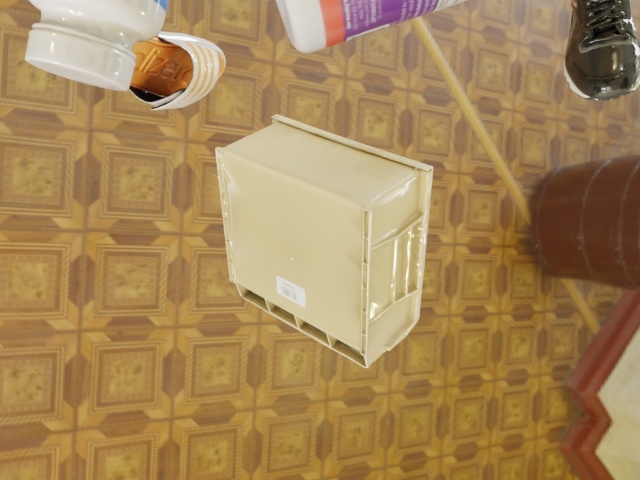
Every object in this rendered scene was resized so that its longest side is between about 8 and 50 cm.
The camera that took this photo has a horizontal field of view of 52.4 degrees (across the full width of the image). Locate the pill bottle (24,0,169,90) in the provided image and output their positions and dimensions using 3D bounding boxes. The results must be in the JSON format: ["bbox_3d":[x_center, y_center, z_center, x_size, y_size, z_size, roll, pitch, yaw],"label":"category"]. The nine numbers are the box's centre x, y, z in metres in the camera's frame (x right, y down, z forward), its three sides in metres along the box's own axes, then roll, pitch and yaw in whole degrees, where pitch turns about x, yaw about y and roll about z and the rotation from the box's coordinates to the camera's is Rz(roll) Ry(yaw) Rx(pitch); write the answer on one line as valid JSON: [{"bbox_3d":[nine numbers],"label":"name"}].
[{"bbox_3d":[-0.190,-0.254,0.580,0.124,0.124,0.221,13,92,-32],"label":"pill bottle"}]

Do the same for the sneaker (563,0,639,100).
[{"bbox_3d":[0.395,-0.328,0.934,0.124,0.107,0.283,55,37,-46],"label":"sneaker"}]

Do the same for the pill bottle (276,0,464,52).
[{"bbox_3d":[0.063,-0.177,0.331,0.193,0.108,0.108,-19,105,0],"label":"pill bottle"}]

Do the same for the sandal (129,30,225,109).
[{"bbox_3d":[-0.204,-0.209,0.821,0.102,0.076,0.265,-50,161,23],"label":"sandal"}]

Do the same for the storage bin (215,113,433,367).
[{"bbox_3d":[0.000,0.000,0.882,0.123,0.262,0.260,-34,135,-39],"label":"storage bin"}]
